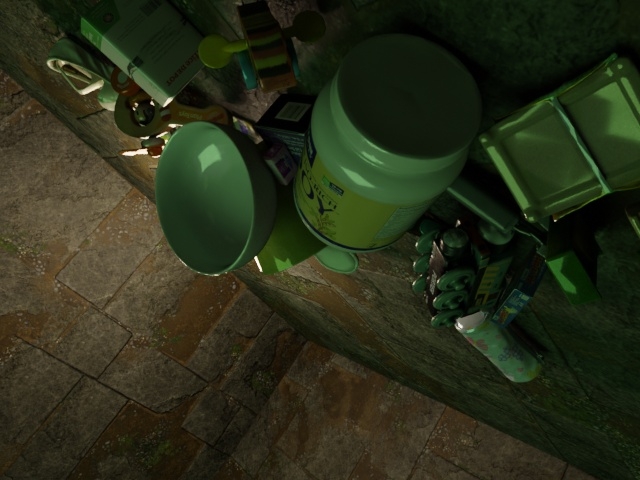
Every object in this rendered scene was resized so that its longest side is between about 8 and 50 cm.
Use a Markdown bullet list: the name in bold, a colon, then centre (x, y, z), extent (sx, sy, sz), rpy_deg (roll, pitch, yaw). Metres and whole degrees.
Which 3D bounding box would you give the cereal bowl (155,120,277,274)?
- **cereal bowl**: centre (-0.221, -0.098, 1.096), extent (0.339, 0.338, 0.141), rpy_deg (23, -158, 33)

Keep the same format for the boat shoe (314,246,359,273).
- **boat shoe**: centre (0.000, 0.000, 1.541), extent (0.303, 0.091, 0.114), rpy_deg (33, 118, 12)

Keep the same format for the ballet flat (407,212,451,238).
- **ballet flat**: centre (0.215, -0.039, 1.095), extent (0.222, 0.076, 0.079), rpy_deg (33, 165, -5)

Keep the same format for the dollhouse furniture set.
- **dollhouse furniture set**: centre (0.381, -0.088, 0.662), extent (0.198, 0.151, 0.301), rpy_deg (-27, 102, 39)

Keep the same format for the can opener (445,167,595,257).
- **can opener**: centre (0.339, -0.064, 0.845), extent (0.284, 0.095, 0.076), rpy_deg (37, -154, 6)

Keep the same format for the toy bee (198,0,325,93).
- **toy bee**: centre (-0.111, -0.337, 0.796), extent (0.298, 0.195, 0.162), rpy_deg (27, 138, 56)

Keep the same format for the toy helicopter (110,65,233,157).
- **toy helicopter**: centre (-0.397, -0.318, 1.268), extent (0.356, 0.234, 0.140), rpy_deg (13, 180, 18)

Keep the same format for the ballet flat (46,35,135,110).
- **ballet flat**: centre (-0.663, -0.475, 1.464), extent (0.401, 0.139, 0.139), rpy_deg (33, 161, 7)

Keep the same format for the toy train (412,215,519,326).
- **toy train**: centre (0.306, 0.064, 1.019), extent (0.333, 0.191, 0.142), rpy_deg (78, 171, -56)

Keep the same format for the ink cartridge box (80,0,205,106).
- **ink cartridge box**: centre (-0.360, -0.420, 1.019), extent (0.219, 0.160, 0.093), rpy_deg (43, 161, -21)

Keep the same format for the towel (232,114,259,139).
- **towel**: centre (-0.201, -0.301, 1.271), extent (0.083, 0.009, 0.060), rpy_deg (28, 161, 20)

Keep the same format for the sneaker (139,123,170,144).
- **sneaker**: centre (-0.539, -0.350, 1.617), extent (0.240, 0.091, 0.126), rpy_deg (22, 158, 32)

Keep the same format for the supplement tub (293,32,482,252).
- **supplement tub**: centre (0.091, -0.136, 0.783), extent (0.241, 0.241, 0.331), rpy_deg (34, 157, 4)

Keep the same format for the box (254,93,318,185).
- **box**: centre (-0.017, -0.201, 1.040), extent (0.153, 0.108, 0.207), rpy_deg (19, 155, 40)

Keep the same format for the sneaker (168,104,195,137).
- **sneaker**: centre (-0.340, -0.292, 1.395), extent (0.282, 0.106, 0.162), rpy_deg (34, 159, 5)

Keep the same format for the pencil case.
- **pencil case**: centre (0.490, 0.275, 1.313), extent (0.273, 0.113, 0.124), rpy_deg (41, 151, -18)

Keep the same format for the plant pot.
- **plant pot**: centre (-0.108, -0.107, 1.239), extent (0.293, 0.275, 0.275), rpy_deg (60, 156, -12)

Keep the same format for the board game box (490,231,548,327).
- **board game box**: centre (0.405, 0.085, 0.959), extent (0.035, 0.136, 0.201), rpy_deg (29, 160, 18)

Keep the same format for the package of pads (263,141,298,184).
- **package of pads**: centre (-0.081, -0.159, 1.001), extent (0.032, 0.050, 0.083), rpy_deg (21, 158, 36)
